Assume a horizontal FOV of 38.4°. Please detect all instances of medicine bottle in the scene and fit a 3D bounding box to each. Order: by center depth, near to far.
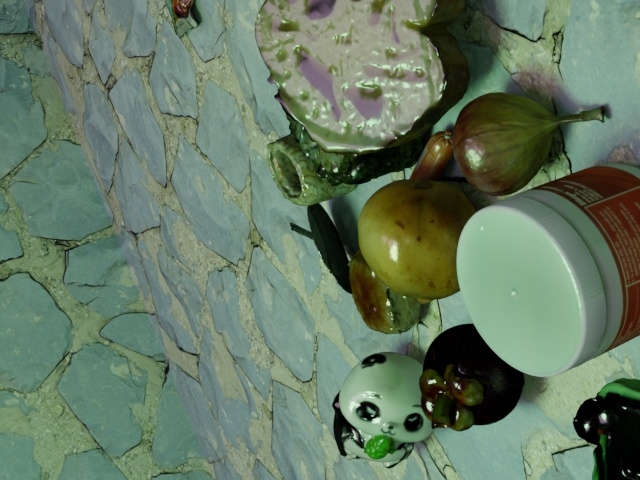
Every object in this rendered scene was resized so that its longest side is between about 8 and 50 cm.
[{"bbox_3d":[0.362,0.037,1.304,0.252,0.240,0.253,36,136,46],"label":"medicine bottle"}]

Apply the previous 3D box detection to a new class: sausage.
[{"bbox_3d":[0.183,-0.090,1.739,0.053,0.053,0.348,56,148,25],"label":"sausage"}]

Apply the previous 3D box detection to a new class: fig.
[{"bbox_3d":[0.318,-0.166,1.413,0.143,0.230,0.160,-9,-101,-75],"label":"fig"}]

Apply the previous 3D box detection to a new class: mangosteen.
[{"bbox_3d":[0.255,0.254,1.638,0.194,0.230,0.194,34,141,33],"label":"mangosteen"}]

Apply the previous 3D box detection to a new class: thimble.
[{"bbox_3d":[-0.021,-0.166,1.958,0.190,0.143,0.137,54,148,29],"label":"thimble"}]

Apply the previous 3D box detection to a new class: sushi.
[{"bbox_3d":[0.043,-0.283,1.741,0.294,0.178,0.352,-5,101,63],"label":"sushi"}]

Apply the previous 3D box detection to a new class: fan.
[{"bbox_3d":[0.016,0.026,1.957,0.223,0.012,0.294,63,-164,-9],"label":"fan"}]

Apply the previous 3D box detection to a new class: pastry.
[{"bbox_3d":[0.133,0.101,1.901,0.192,0.093,0.182,10,117,67],"label":"pastry"}]

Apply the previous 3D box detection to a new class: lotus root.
[{"bbox_3d":[0.061,-0.332,1.502,0.374,0.111,0.391,14,112,24],"label":"lotus root"}]

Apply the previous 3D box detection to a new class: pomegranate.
[{"bbox_3d":[0.182,-0.003,1.627,0.233,0.233,0.233,38,138,45],"label":"pomegranate"}]

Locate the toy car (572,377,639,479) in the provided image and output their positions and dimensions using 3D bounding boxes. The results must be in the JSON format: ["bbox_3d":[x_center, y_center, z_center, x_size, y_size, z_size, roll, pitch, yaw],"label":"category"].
[{"bbox_3d":[0.504,0.372,1.344,0.213,0.176,0.359,18,118,56],"label":"toy car"}]

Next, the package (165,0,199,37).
[{"bbox_3d":[-0.375,-0.652,2.399,0.166,0.040,0.232,5,110,60],"label":"package"}]

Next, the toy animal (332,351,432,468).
[{"bbox_3d":[0.134,0.363,1.948,0.213,0.212,0.267,59,156,21],"label":"toy animal"}]
